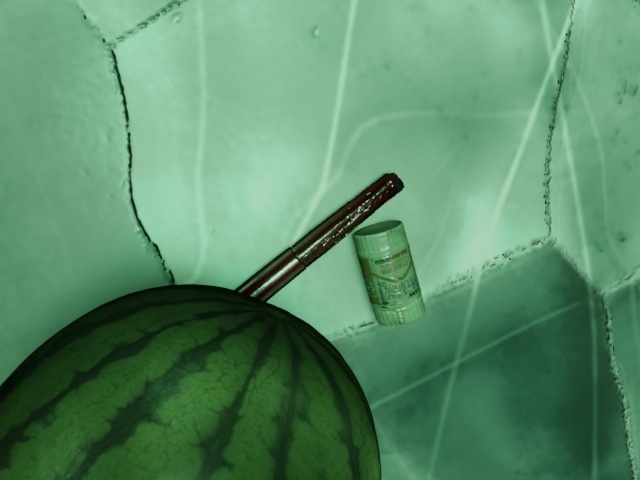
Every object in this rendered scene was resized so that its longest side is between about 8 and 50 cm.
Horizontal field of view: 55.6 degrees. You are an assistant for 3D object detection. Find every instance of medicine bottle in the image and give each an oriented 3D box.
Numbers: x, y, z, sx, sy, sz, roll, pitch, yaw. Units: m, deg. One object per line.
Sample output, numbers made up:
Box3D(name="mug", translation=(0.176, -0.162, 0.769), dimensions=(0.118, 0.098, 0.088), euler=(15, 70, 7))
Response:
Box3D(name="medicine bottle", translation=(0.060, 0.028, 0.529), dimensions=(0.047, 0.047, 0.083), euler=(-18, 102, -9))

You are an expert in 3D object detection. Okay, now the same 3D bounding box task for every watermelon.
Box3D(name="watermelon", translation=(-0.111, 0.206, 0.404), dimensions=(0.279, 0.279, 0.359), euler=(20, 93, -14))

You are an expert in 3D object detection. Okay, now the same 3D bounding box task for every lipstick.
Box3D(name="lipstick", translation=(0.000, 0.000, 0.523), dimensions=(0.176, 0.027, 0.027), euler=(-39, 105, -5))
